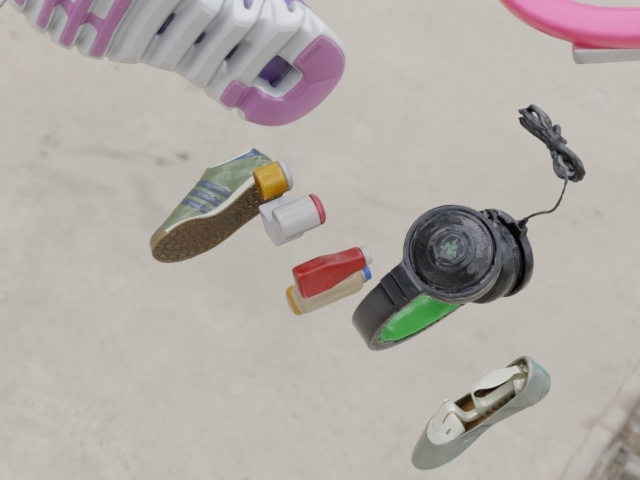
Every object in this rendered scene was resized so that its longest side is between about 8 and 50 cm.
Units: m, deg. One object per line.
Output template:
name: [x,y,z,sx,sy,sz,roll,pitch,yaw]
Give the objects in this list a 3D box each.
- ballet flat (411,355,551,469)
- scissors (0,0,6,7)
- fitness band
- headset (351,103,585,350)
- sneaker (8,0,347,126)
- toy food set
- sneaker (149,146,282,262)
ballet flat: [0.191,0.214,1.666,0.068,0.213,0.072,46,15,-37]
scissors: [-0.464,-0.289,1.751,0.109,0.021,0.297,-12,42,28]
fitness band: [0.256,-0.240,0.963,0.291,0.208,0.054,-4,-12,10]
headset: [0.195,-0.002,1.804,0.185,0.394,0.243,57,23,17]
sneaker: [-0.094,-0.156,0.773,0.236,0.095,0.104,25,35,-35]
toy food set: [0.000,0.000,1.594,0.105,0.232,0.111,-22,36,-11]
sneaker: [-0.137,-0.050,1.671,0.064,0.192,0.086,50,12,-44]
